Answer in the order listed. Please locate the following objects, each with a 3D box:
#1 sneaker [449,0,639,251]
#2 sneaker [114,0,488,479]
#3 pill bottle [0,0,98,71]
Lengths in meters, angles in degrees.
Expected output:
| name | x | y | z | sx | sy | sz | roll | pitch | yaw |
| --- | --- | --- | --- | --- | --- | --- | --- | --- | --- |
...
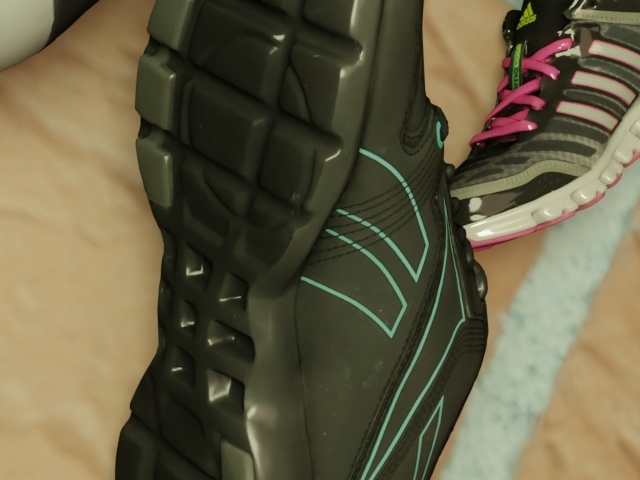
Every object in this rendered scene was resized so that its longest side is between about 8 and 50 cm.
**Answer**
| name | x | y | z | sx | sy | sz | roll | pitch | yaw |
| --- | --- | --- | --- | --- | --- | --- | --- | --- | --- |
| sneaker | 0.086 | -0.057 | 0.735 | 0.170 | 0.063 | 0.074 | -38 | 102 | -29 |
| sneaker | 0.000 | 0.000 | 0.644 | 0.106 | 0.101 | 0.267 | -10 | 119 | -38 |
| pill bottle | -0.101 | -0.150 | 0.595 | 0.278 | 0.162 | 0.162 | -45 | 105 | -22 |
